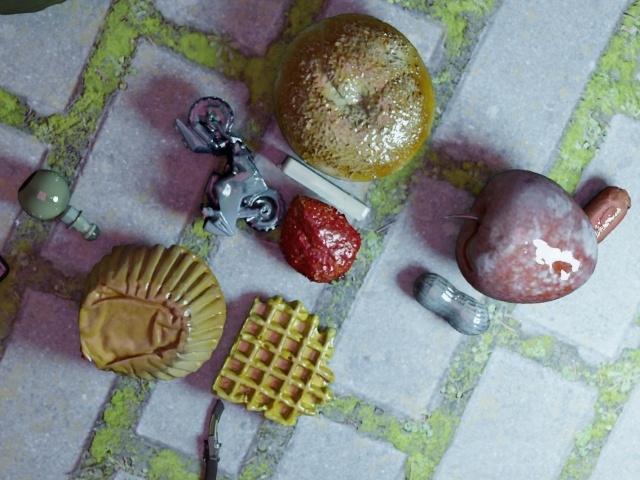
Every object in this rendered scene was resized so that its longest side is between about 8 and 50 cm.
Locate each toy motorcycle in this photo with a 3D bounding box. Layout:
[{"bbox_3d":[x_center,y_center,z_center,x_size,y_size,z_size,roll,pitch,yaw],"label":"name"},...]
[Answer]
[{"bbox_3d":[-0.180,-0.118,1.886,0.159,0.106,0.270,-32,102,-5],"label":"toy motorcycle"}]

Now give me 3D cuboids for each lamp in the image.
[{"bbox_3d":[-0.466,-0.055,1.891,0.091,0.091,0.163,-46,114,3],"label":"lamp"}]

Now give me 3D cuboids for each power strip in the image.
[{"bbox_3d":[0.007,-0.096,1.909,0.192,0.081,0.035,32,94,-7],"label":"power strip"}]

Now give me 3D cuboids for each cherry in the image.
[{"bbox_3d":[0.355,-0.008,1.880,0.285,0.213,0.236,17,123,-3],"label":"cherry"}]

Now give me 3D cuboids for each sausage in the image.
[{"bbox_3d":[0.518,-0.041,1.953,0.076,0.076,0.141,44,92,-8],"label":"sausage"}]

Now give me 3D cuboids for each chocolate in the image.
[{"bbox_3d":[0.247,0.120,1.958,0.167,0.072,0.072,36,94,-7],"label":"chocolate"}]

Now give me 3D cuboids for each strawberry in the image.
[{"bbox_3d":[0.000,0.000,1.905,0.146,0.082,0.187,-28,113,-2],"label":"strawberry"}]

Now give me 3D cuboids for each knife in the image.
[{"bbox_3d":[-0.207,0.410,1.992,0.045,0.021,0.222,15,97,-3],"label":"knife"}]

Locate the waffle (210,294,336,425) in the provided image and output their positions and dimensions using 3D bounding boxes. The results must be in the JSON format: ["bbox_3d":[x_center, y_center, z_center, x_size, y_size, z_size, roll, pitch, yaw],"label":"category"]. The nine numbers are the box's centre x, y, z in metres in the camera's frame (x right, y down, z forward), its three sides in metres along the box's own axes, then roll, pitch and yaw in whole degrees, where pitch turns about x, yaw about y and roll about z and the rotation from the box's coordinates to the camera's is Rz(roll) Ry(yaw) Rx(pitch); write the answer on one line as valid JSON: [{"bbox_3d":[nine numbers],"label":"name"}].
[{"bbox_3d":[-0.061,0.229,1.960,0.219,0.057,0.229,27,94,-7],"label":"waffle"}]

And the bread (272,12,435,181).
[{"bbox_3d":[0.059,-0.250,1.854,0.305,0.159,0.305,0,99,-3],"label":"bread"}]

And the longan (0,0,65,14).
[{"bbox_3d":[-0.495,-0.553,1.660,0.391,0.391,0.391,0,97,-4],"label":"longan"}]

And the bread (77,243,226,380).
[{"bbox_3d":[-0.306,0.137,1.889,0.274,0.149,0.274,0,103,1],"label":"bread"}]

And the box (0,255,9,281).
[{"bbox_3d":[-0.651,0.047,1.916,0.126,0.027,0.125,-37,101,0],"label":"box"}]
